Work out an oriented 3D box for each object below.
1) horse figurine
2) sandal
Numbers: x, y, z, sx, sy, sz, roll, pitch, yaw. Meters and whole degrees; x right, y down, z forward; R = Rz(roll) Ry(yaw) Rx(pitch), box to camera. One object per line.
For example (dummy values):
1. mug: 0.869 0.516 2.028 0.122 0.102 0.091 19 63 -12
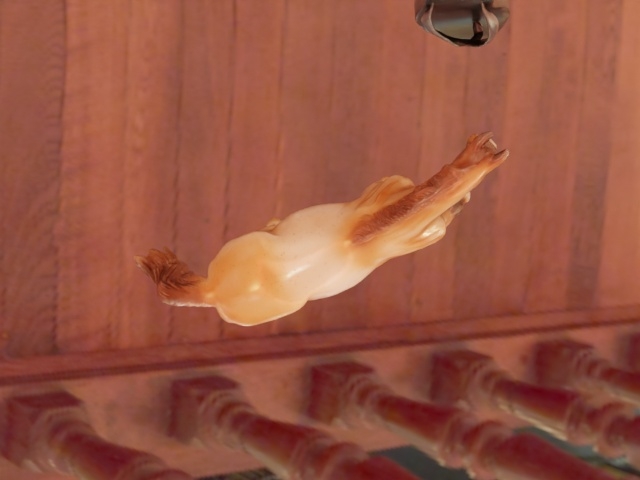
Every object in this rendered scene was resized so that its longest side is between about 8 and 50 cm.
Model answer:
1. horse figurine: 0.000 0.000 0.823 0.263 0.174 0.066 -21 96 8
2. sandal: 0.138 -0.227 1.268 0.254 0.097 0.054 12 72 -79
